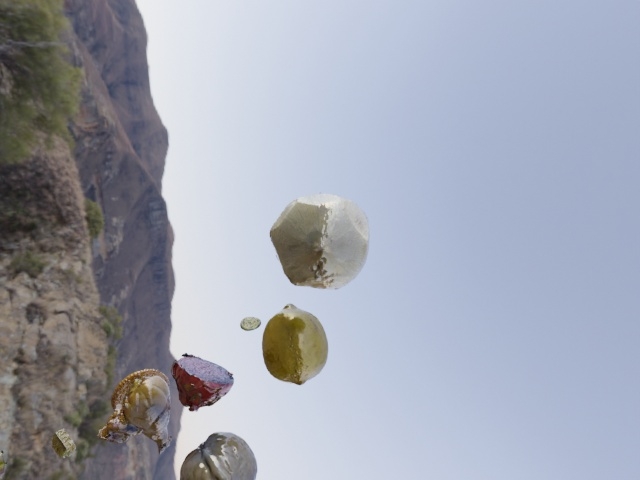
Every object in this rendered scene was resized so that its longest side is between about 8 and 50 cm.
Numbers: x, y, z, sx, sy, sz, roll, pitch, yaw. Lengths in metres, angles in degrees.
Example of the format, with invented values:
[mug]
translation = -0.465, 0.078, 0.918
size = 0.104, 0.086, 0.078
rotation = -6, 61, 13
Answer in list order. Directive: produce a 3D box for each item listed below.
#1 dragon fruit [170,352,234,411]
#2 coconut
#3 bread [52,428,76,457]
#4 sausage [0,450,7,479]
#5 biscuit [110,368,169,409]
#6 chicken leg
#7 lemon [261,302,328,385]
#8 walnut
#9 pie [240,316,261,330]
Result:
[dragon fruit]
translation = -0.431, 0.519, 1.506
size = 0.218, 0.223, 0.148
rotation = 150, -39, -88
[coconut]
translation = 0.000, 0.000, 1.463
size = 0.360, 0.346, 0.347
rotation = -29, 113, -79
[bread]
translation = -1.027, 0.815, 1.697
size = 0.110, 0.066, 0.060
rotation = 41, -51, 17
[sausage]
translation = -1.277, 0.836, 1.453
size = 0.117, 0.317, 0.125
rotation = 5, -90, 28
[biscuit]
translation = -0.793, 0.678, 1.884
size = 0.035, 0.253, 0.254
rotation = 40, -47, 46
[chicken leg]
translation = -0.726, 0.735, 1.713
size = 0.182, 0.295, 0.410
rotation = 36, -39, 44
[lemon]
translation = -0.100, 0.398, 1.639
size = 0.258, 0.257, 0.310
rotation = 134, -53, -58
[walnut]
translation = -0.335, 0.774, 1.417
size = 0.248, 0.248, 0.249
rotation = 29, -56, 57
[pie]
translation = -0.266, 0.318, 1.619
size = 0.084, 0.084, 0.021
rotation = 40, -46, 52
